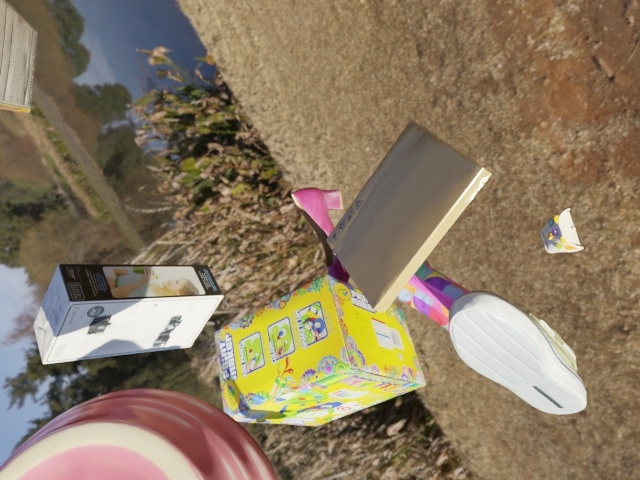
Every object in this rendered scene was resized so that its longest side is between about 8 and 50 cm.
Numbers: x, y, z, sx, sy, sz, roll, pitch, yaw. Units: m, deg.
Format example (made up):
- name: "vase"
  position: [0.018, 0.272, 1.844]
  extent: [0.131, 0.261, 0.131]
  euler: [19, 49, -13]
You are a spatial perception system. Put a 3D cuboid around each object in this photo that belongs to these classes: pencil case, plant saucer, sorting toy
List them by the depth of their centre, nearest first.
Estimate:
- name: "plant saucer"
  position: [-0.188, 0.288, 0.445]
  extent: [0.332, 0.332, 0.084]
  euler: [44, 169, 28]
- name: "pencil case"
  position: [0.253, 0.127, 0.957]
  extent: [0.236, 0.104, 0.104]
  euler: [32, 149, 34]
- name: "sorting toy"
  position: [0.463, -0.010, 1.036]
  extent: [0.075, 0.045, 0.083]
  euler: [123, 138, -66]

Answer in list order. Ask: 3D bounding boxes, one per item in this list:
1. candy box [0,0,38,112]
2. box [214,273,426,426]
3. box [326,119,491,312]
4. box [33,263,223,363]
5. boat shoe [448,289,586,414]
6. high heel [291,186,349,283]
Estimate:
- name: "candy box"
  position: [-0.317, -0.148, 0.348]
  extent: [0.316, 0.183, 0.087]
  euler: [-147, 68, -67]
- name: "box"
  position: [0.001, 0.232, 1.027]
  extent: [0.290, 0.279, 0.176]
  euler: [29, -142, -51]
- name: "box"
  position: [0.095, -0.035, 0.644]
  extent: [0.021, 0.201, 0.164]
  euler: [25, -162, -33]
- name: "box"
  position: [-0.349, 0.130, 0.977]
  extent: [0.169, 0.290, 0.087]
  euler: [-55, 52, 29]
- name: "boat shoe"
  position: [0.277, 0.147, 0.745]
  extent: [0.109, 0.094, 0.302]
  euler: [-24, 128, 34]
- name: "high heel"
  position: [0.000, 0.000, 1.186]
  extent: [0.082, 0.117, 0.243]
  euler: [0, 95, 64]
